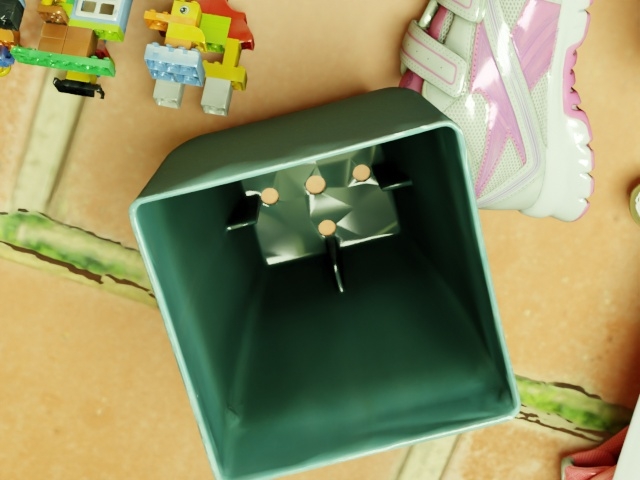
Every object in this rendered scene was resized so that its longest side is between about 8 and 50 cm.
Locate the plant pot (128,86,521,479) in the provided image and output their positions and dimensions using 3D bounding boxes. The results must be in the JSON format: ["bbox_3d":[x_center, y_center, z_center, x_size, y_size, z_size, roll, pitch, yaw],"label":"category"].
[{"bbox_3d":[0.000,0.000,0.675,0.165,0.234,0.166,-14,109,2],"label":"plant pot"}]

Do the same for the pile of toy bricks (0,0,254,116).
[{"bbox_3d":[-0.147,-0.155,0.695,0.212,0.118,0.105,10,77,4],"label":"pile of toy bricks"}]

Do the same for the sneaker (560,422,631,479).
[{"bbox_3d":[0.219,0.222,0.843,0.136,0.116,0.314,31,98,-2],"label":"sneaker"}]

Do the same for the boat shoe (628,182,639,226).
[{"bbox_3d":[0.273,-0.028,0.776,0.135,0.045,0.050,-2,99,-4],"label":"boat shoe"}]

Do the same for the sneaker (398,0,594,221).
[{"bbox_3d":[0.102,-0.123,0.703,0.111,0.103,0.252,-10,109,-5],"label":"sneaker"}]

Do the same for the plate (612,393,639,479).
[{"bbox_3d":[0.346,0.084,0.748,0.278,0.045,0.277,19,87,-22],"label":"plate"}]
